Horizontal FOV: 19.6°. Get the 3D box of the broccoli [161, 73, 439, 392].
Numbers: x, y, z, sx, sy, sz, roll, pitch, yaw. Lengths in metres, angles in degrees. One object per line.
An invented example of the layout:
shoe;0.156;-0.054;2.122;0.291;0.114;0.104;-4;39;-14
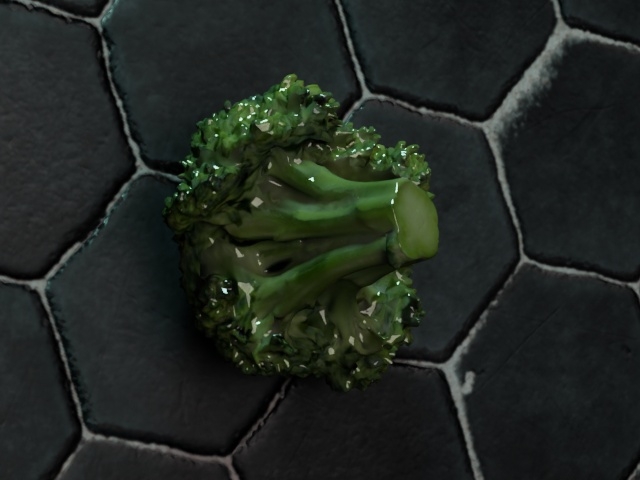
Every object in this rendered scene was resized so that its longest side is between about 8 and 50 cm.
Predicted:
broccoli;-0.009;-0.009;1.703;0.288;0.260;0.235;33;32;-39
